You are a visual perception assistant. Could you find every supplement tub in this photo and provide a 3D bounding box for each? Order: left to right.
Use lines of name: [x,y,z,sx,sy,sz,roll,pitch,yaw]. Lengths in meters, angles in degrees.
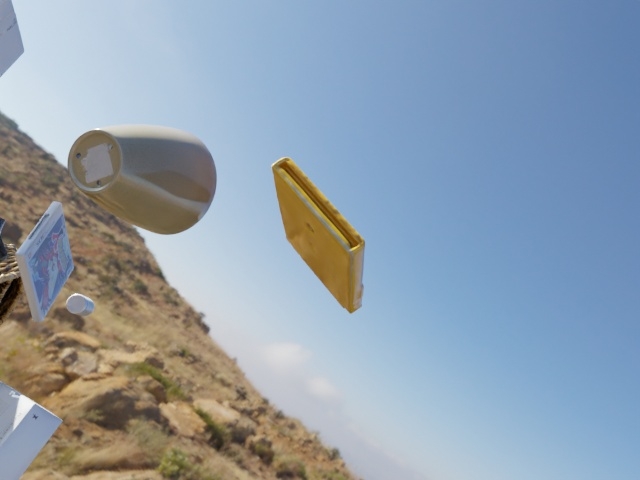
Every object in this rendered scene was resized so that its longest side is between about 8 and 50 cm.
supplement tub: [-0.856,0.232,2.029,0.071,0.071,0.107,35,-15,4]

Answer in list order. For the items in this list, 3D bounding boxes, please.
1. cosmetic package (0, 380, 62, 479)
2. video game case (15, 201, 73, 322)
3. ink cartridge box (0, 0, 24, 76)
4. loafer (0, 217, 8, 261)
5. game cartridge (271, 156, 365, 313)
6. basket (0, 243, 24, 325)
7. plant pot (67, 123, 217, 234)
cosmetic package: [-0.801,0.515,1.284,0.284,0.377,0.097,5,-37,43]
video game case: [-0.601,0.047,1.254,0.023,0.183,0.201,8,-51,-3]
ink cartridge box: [-0.996,-0.577,1.537,0.270,0.198,0.197,21,-34,-2]
loafer: [-0.744,-0.036,1.290,0.062,0.061,0.170,-15,-81,42]
game cartridge: [0.000,0.000,1.307,0.285,0.052,0.324,50,-15,25]
basket: [-0.928,0.176,1.549,0.213,0.299,0.223,16,28,-50]
plant pot: [-0.399,-0.147,1.229,0.256,0.256,0.274,32,5,14]
